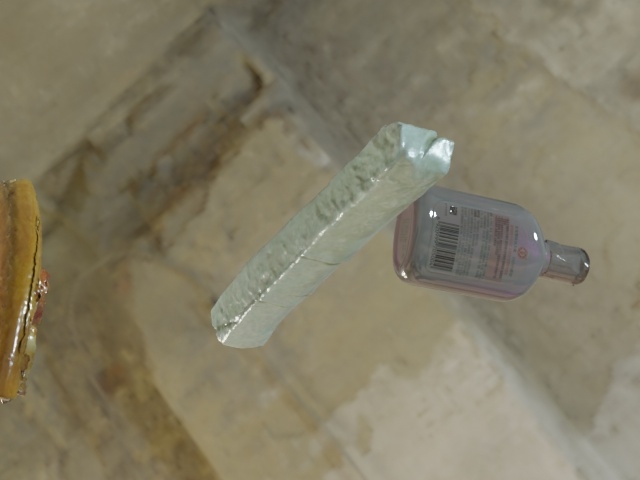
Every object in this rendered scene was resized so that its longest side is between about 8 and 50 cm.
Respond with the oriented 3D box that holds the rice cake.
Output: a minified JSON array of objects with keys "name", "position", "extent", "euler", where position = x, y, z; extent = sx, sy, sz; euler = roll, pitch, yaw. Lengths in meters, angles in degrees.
[{"name":"rice cake","position":[0.000,0.000,0.978],"extent":[0.045,0.042,0.245],"euler":[10,143,-34]}]

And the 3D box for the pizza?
[{"name":"pizza","position":[-0.246,0.061,1.119],"extent":[0.053,0.201,0.193],"euler":[14,146,-25]}]

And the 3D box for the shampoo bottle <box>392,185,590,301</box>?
[{"name":"shampoo bottle","position":[0.136,0.007,1.145],"extent":[0.165,0.080,0.040],"euler":[11,172,-25]}]
